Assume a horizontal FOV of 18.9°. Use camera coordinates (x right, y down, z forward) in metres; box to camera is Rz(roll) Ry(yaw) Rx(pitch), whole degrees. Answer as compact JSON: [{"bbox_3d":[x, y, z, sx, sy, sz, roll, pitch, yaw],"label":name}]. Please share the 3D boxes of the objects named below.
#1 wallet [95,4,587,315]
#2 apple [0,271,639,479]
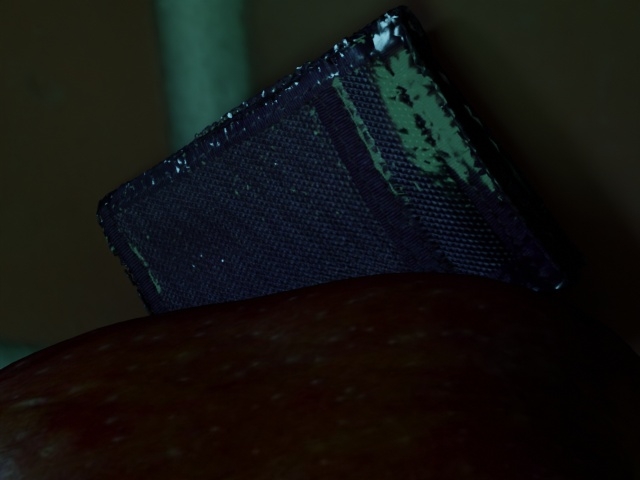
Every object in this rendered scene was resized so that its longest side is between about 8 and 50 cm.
[{"bbox_3d":[0.000,0.001,0.669,0.166,0.030,0.111,-30,101,39],"label":"wallet"},{"bbox_3d":[-0.019,0.155,0.598,0.317,0.288,0.288,-20,108,16],"label":"apple"}]
